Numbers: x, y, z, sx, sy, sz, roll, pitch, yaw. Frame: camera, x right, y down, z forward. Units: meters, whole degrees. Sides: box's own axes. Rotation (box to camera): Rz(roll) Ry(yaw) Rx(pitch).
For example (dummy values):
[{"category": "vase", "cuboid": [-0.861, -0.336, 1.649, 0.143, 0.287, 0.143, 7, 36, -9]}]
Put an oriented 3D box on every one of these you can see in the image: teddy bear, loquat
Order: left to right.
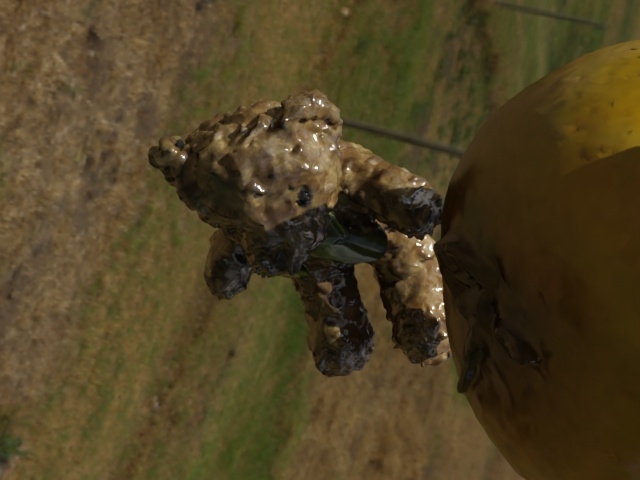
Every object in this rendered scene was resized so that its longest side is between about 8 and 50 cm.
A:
[{"category": "teddy bear", "cuboid": [0.002, 0.010, 0.882, 0.222, 0.246, 0.296, -35, 109, -61]}, {"category": "loquat", "cuboid": [0.254, 0.024, 0.666, 0.328, 0.359, 0.328, 176, -90, -73]}]
